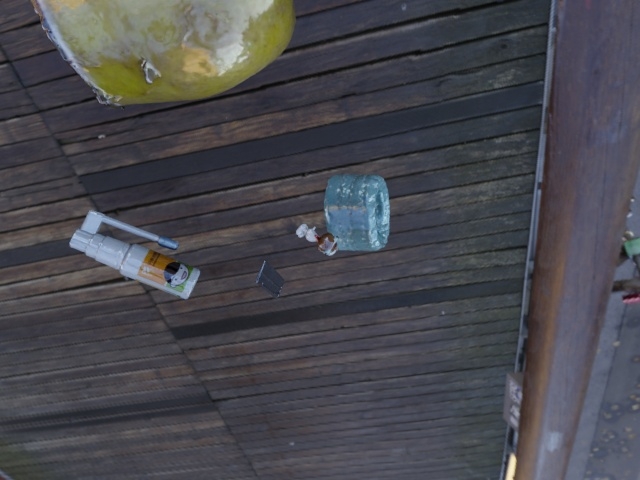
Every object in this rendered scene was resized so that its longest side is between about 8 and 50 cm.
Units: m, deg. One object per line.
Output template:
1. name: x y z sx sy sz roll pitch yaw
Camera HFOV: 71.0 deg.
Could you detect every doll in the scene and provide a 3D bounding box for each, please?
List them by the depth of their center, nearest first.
1. doll: -0.003 -0.004 0.802 0.085 0.058 0.040 37 79 9

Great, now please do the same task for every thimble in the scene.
1. thimble: 0.105 -0.072 1.213 0.143 0.198 0.235 3 143 20

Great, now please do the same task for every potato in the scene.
1. potato: -0.195 -0.377 0.619 0.296 0.397 0.290 -13 157 6

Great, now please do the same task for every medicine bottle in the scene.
1. medicine bottle: -0.325 0.025 0.810 0.221 0.092 0.061 24 168 -13

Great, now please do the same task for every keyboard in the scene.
1. keyboard: -0.133 0.109 1.205 0.010 0.063 0.198 16 164 16
